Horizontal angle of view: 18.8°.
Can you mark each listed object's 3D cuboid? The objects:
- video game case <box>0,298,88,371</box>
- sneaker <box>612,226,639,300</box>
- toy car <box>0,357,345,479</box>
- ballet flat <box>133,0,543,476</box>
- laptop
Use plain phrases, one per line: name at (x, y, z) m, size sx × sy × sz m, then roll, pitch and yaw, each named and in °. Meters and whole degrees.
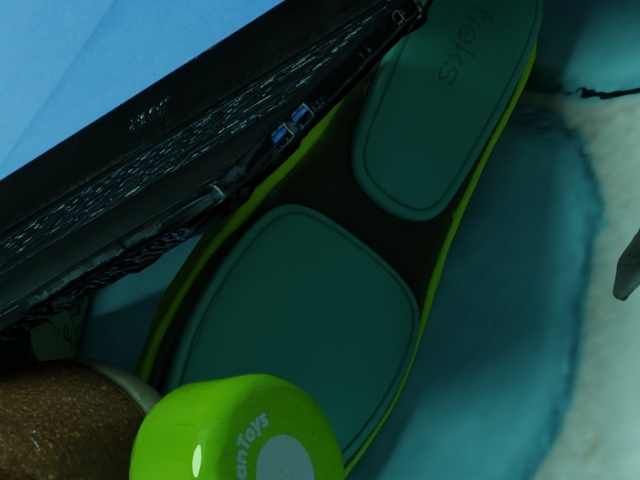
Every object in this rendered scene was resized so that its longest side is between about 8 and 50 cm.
video game case at (-0.194, 0.099, 0.686) m, size 0.232 × 0.042 × 0.210 m, roll -20°, pitch 42°, yaw 25°
sneaker at (0.158, -0.024, 0.496) m, size 0.170 × 0.051 × 0.089 m, roll -15°, pitch 37°, yaw 45°
toy car at (-0.102, 0.112, 0.452) m, size 0.155 × 0.188 × 0.149 m, roll -13°, pitch 89°, yaw 40°
ballet flat at (0.000, 0.000, 0.606) m, size 0.077 × 0.077 × 0.231 m, roll -21°, pitch 34°, yaw 56°
laptop at (-0.097, -0.063, 0.582) m, size 0.234 × 0.136 × 0.264 m, roll -29°, pitch 11°, yaw 30°
